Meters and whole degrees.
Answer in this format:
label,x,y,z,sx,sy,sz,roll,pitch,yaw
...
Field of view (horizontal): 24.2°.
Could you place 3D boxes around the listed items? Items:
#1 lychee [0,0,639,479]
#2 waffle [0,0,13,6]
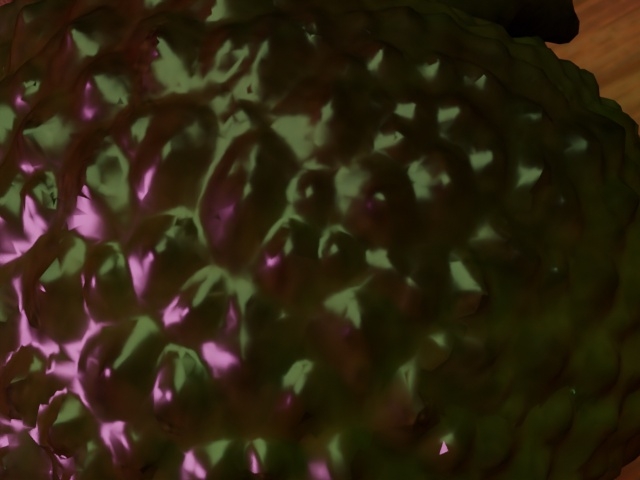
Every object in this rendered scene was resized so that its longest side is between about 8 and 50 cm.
label,x,y,z,sx,sy,sz,roll,pitch,yaw
lychee,-0.005,0.011,0.523,0.320,0.270,0.270,-43,58,5
waffle,-0.146,-0.287,0.851,0.304,0.077,0.348,-41,60,-17
